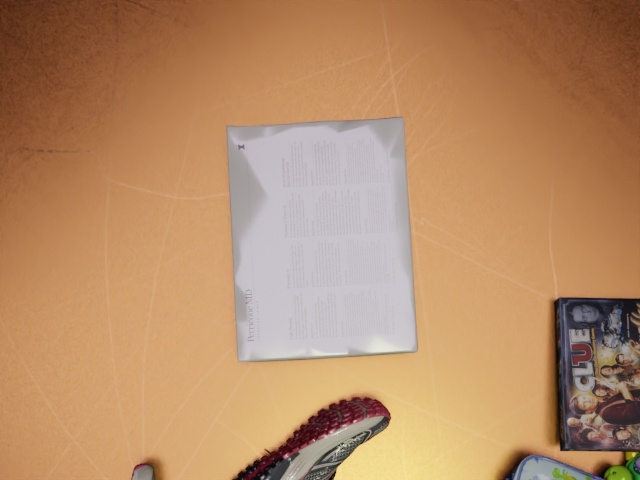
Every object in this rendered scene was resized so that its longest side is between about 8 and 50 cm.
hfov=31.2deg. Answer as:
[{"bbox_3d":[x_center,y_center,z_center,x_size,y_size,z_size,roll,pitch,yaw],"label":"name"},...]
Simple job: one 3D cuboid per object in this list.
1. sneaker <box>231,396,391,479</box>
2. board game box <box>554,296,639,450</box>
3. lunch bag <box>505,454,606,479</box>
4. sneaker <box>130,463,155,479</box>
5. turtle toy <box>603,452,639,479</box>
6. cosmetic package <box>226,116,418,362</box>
[{"bbox_3d":[-0.012,0.356,1.802,0.299,0.121,0.112,-37,100,3],"label":"sneaker"},{"bbox_3d":[0.462,0.214,1.831,0.165,0.042,0.243,1,75,-1],"label":"board game box"},{"bbox_3d":[0.354,0.453,1.777,0.176,0.090,0.219,19,64,2],"label":"lunch bag"},{"bbox_3d":[-0.232,0.466,1.796,0.111,0.103,0.252,-16,92,-6],"label":"sneaker"},{"bbox_3d":[0.514,0.378,1.825,0.130,0.066,0.095,-2,85,-1],"label":"turtle toy"},{"bbox_3d":[0.000,0.000,1.835,0.284,0.097,0.377,-2,85,-3],"label":"cosmetic package"}]
